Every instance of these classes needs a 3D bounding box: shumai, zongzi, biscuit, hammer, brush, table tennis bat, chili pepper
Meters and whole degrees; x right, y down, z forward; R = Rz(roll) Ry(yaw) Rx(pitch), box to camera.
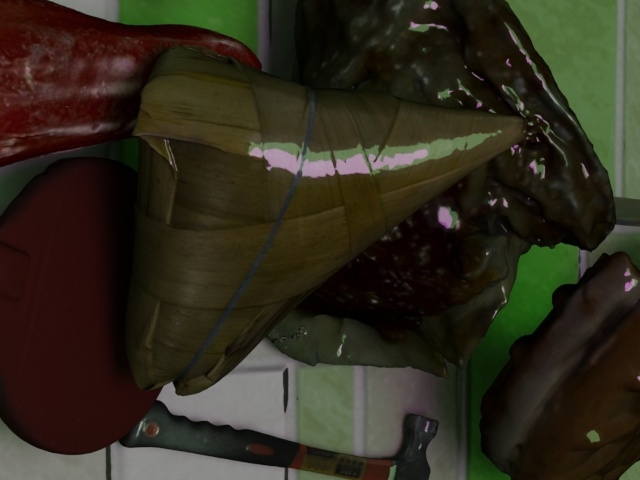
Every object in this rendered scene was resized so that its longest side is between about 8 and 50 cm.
[{"bbox_3d":[0.040,-0.058,1.001,0.288,0.292,0.330,-32,110,9],"label":"shumai"},{"bbox_3d":[0.000,0.000,0.869,0.256,0.115,0.228,4,121,-9],"label":"zongzi"},{"bbox_3d":[0.256,0.105,1.108,0.268,0.115,0.366,-54,156,21],"label":"biscuit"},{"bbox_3d":[-0.027,0.169,1.050,0.287,0.033,0.111,18,81,-33],"label":"hammer"},{"bbox_3d":[0.235,-0.022,1.129,0.033,0.178,0.030,-37,120,-34],"label":"brush"},{"bbox_3d":[-0.170,0.035,0.859,0.310,0.038,0.200,32,66,-61],"label":"table tennis bat"},{"bbox_3d":[-0.161,-0.105,0.887,0.252,0.144,0.136,-6,58,-38],"label":"chili pepper"}]
